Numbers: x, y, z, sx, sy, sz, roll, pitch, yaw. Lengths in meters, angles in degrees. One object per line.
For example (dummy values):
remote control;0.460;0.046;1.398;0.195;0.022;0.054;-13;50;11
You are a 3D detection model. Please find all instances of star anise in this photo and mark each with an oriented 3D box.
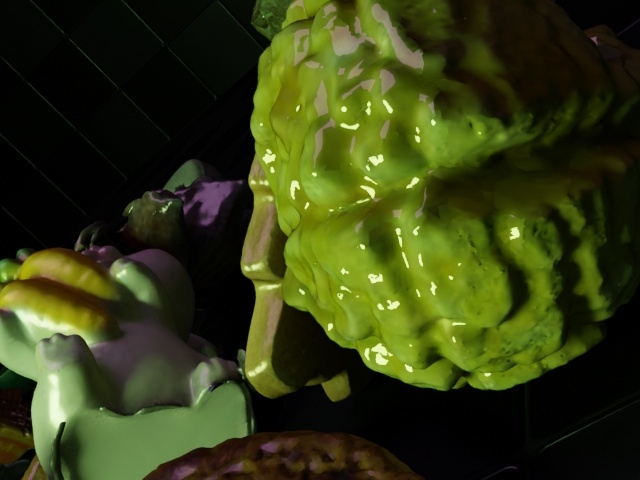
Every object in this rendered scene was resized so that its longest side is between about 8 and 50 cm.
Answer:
star anise;-0.203;0.036;1.091;0.332;0.117;0.331;-38;-13;-10

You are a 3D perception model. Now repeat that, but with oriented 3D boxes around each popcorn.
popcorn;0.081;-0.047;0.545;0.258;0.270;0.224;-57;-10;-27

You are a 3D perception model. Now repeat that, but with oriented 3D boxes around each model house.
model house;-0.544;0.292;1.355;0.229;0.199;0.219;-36;30;40

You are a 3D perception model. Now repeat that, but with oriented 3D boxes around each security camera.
security camera;-0.270;-0.005;1.561;0.301;0.080;0.157;-43;36;20

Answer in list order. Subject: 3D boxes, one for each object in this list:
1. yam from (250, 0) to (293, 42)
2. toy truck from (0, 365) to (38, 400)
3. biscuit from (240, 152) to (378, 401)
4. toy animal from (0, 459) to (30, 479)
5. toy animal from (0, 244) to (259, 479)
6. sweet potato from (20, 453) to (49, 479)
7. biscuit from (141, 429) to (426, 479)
yam;0.034;-0.279;1.189;0.168;0.304;0.168;-45;21;23
toy truck;-0.464;0.207;1.559;0.147;0.079;0.065;-38;16;13
biscuit;0.000;0.000;0.678;0.041;0.238;0.212;-3;13;37
toy animal;-0.266;0.287;0.744;0.206;0.081;0.367;-23;-42;-66
toy animal;-0.178;0.111;0.842;0.183;0.247;0.310;-30;29;-11
sweet potato;-0.297;0.263;1.038;0.067;0.059;0.281;-5;33;16
biscuit;-0.073;0.226;0.459;0.334;0.081;0.289;-38;25;-24
